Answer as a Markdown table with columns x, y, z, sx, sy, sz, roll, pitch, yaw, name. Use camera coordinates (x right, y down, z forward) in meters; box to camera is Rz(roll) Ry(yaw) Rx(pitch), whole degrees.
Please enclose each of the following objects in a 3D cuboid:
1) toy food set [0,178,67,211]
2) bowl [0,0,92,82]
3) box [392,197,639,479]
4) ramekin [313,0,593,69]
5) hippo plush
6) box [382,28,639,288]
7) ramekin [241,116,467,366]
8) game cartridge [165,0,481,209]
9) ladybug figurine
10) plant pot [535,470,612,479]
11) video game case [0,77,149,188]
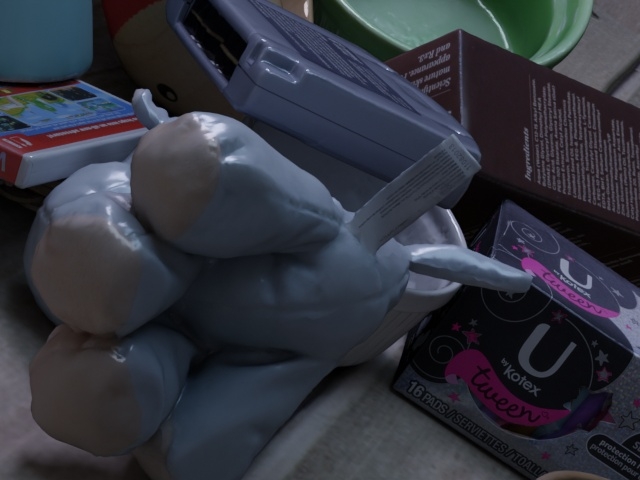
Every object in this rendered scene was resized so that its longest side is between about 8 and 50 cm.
| x | y | z | sx | sy | sz | roll | pitch | yaw | name |
| --- | --- | --- | --- | --- | --- | --- | --- | --- | --- |
| -0.191 | -0.037 | 1.326 | 0.192 | 0.038 | 0.132 | 12 | 17 | -45 | toy food set |
| -0.297 | -0.248 | 1.349 | 0.312 | 0.163 | 0.311 | 17 | 18 | -5 | bowl |
| 0.203 | 0.105 | 1.464 | 0.247 | 0.142 | 0.163 | 33 | 20 | -3 | box |
| 0.108 | -0.238 | 1.854 | 0.303 | 0.148 | 0.303 | 10 | 52 | -13 | ramekin |
| -0.080 | -0.015 | 1.134 | 0.236 | 0.294 | 0.234 | 44 | -13 | 50 | hippo plush |
| 0.187 | -0.049 | 1.664 | 0.381 | 0.191 | 0.143 | 16 | 65 | -41 | box |
| 0.000 | 0.000 | 1.399 | 0.207 | 0.109 | 0.207 | 29 | 30 | -19 | ramekin |
| 0.003 | -0.111 | 1.331 | 0.196 | 0.060 | 0.294 | 20 | 13 | -21 | game cartridge |
| -0.112 | -0.302 | 1.638 | 0.305 | 0.162 | 0.449 | 46 | 37 | -72 | ladybug figurine |
| 0.197 | 0.263 | 1.150 | 0.237 | 0.109 | 0.237 | 29 | 21 | -12 | plant pot |
| -0.267 | -0.114 | 1.288 | 0.285 | 0.025 | 0.204 | 25 | 18 | 18 | video game case |
